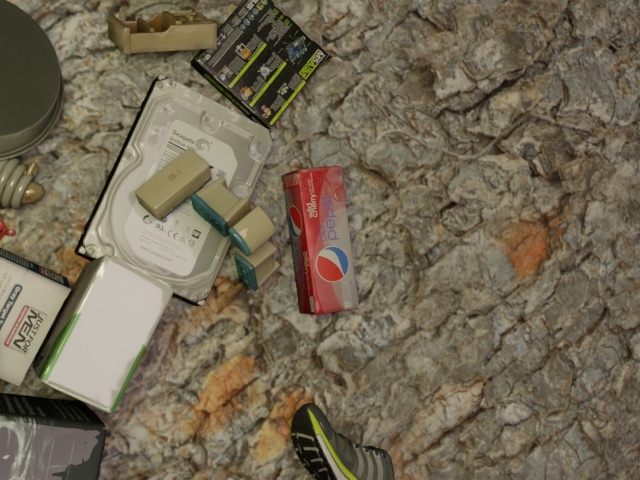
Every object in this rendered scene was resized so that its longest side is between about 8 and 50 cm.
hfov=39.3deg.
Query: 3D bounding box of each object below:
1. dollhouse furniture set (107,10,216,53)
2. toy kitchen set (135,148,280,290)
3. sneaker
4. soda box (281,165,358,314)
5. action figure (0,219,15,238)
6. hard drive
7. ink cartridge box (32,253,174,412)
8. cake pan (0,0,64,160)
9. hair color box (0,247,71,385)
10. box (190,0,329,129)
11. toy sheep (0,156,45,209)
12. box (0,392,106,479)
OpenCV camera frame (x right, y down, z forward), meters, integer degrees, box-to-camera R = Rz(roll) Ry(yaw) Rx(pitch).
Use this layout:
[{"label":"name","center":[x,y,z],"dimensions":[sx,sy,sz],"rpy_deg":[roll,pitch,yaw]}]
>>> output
[{"label":"dollhouse furniture set","center":[-0.264,-0.444,1.482],"dimensions":[0.161,0.212,0.242],"rpy_deg":[-9,118,-24]},{"label":"toy kitchen set","center":[-0.185,-0.016,1.503],"dimensions":[0.207,0.166,0.122],"rpy_deg":[40,68,22]},{"label":"sneaker","center":[0.056,0.406,1.638],"dimensions":[0.121,0.111,0.300],"rpy_deg":[-43,109,-29]},{"label":"soda box","center":[0.000,0.000,1.635],"dimensions":[0.092,0.083,0.263],"rpy_deg":[-8,91,-23]},{"label":"action figure","center":[-0.547,-0.020,1.433],"dimensions":[0.115,0.030,0.038],"rpy_deg":[8,101,-25]},{"label":"hard drive","center":[-0.245,-0.085,1.548],"dimensions":[0.237,0.064,0.339],"rpy_deg":[27,77,-20]},{"label":"ink cartridge box","center":[-0.342,0.139,1.379],"dimensions":[0.117,0.278,0.201],"rpy_deg":[28,77,-16]},{"label":"cake pan","center":[-0.537,-0.267,1.392],"dimensions":[0.293,0.054,0.293],"rpy_deg":[12,66,-29]},{"label":"hair color box","center":[-0.580,0.068,1.363],"dimensions":[0.347,0.105,0.174],"rpy_deg":[28,88,-19]},{"label":"box","center":[-0.108,-0.329,1.628],"dimensions":[0.184,0.045,0.190],"rpy_deg":[41,72,-18]},{"label":"toy sheep","center":[-0.504,-0.097,1.428],"dimensions":[0.132,0.091,0.091],"rpy_deg":[23,78,-5]},{"label":"box","center":[-0.591,0.446,1.253],"dimensions":[0.472,0.297,0.479],"rpy_deg":[11,83,-20]}]
